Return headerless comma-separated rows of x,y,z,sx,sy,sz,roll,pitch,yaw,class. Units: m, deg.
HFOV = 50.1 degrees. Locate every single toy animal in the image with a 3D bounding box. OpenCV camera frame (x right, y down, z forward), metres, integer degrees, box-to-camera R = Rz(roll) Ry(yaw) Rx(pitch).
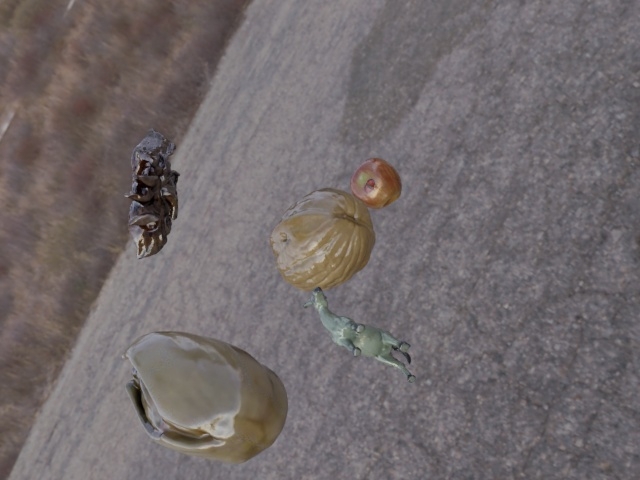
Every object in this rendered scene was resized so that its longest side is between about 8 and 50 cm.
0.072,0.171,1.262,0.073,0.217,0.176,-60,20,3,toy animal

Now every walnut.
0.000,0.000,1.512,0.261,0.225,0.225,-32,36,45,walnut

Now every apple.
0.161,-0.158,1.946,0.146,0.131,0.146,-43,-17,-16,apple

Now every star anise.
-0.321,-0.086,1.346,0.214,0.099,0.220,-78,-7,-58,star anise

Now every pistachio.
-0.147,0.182,0.827,0.153,0.238,0.137,-24,-58,-60,pistachio
